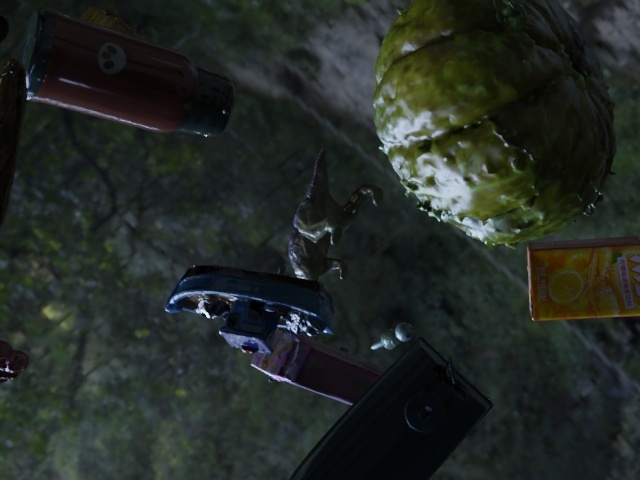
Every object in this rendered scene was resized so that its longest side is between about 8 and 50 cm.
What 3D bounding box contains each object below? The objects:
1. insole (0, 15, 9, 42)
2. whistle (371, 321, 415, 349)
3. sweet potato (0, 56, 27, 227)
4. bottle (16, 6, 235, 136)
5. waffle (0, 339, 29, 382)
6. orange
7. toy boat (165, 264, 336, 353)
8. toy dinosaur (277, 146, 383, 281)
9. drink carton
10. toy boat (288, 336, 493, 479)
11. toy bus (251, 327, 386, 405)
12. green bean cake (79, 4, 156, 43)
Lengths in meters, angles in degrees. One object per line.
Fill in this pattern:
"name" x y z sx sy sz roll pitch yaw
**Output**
"insole" -0.522 -0.311 1.604 0.231 0.080 0.003 19 152 1
"whistle" 0.133 0.176 2.195 0.035 0.100 0.035 31 -137 -35
"sweet potato" -0.365 -0.066 1.314 0.074 0.270 0.075 23 -173 -3
"bottle" -0.295 -0.246 1.881 0.336 0.144 0.144 15 -157 -23
"waffle" -0.588 0.176 1.916 0.234 0.221 0.056 25 -122 -32
"orange" 0.180 -0.142 1.280 0.301 0.223 0.300 -24 -85 -59
"toy boat" -0.088 0.089 1.483 0.223 0.097 0.100 7 156 22
"toy dinosaur" -0.006 -0.001 1.983 0.077 0.294 0.162 29 174 -38
"drink carton" 0.376 0.045 1.541 0.071 0.222 0.096 -55 -38 -79
"toy boat" 0.050 0.242 1.294 0.114 0.296 0.122 43 180 5
"toy bus" 0.014 0.216 1.977 0.112 0.090 0.274 23 178 43
"green bean cake" -0.368 -0.330 2.302 0.224 0.131 0.229 43 177 -26
